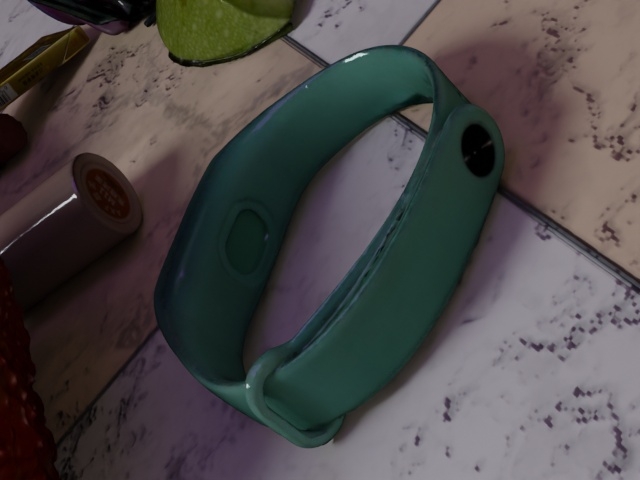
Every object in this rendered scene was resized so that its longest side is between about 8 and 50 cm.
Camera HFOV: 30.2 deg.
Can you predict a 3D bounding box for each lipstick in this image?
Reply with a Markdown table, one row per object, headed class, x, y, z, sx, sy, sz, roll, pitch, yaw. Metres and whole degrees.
| class | x | y | z | sx | sy | sz | roll | pitch | yaw |
| --- | --- | --- | --- | --- | --- | --- | --- | --- | --- |
| lipstick | -0.249 | 0.029 | 0.903 | 0.254 | 0.070 | 0.070 | -33 | 38 | 24 |

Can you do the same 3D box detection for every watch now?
| class | x | y | z | sx | sy | sz | roll | pitch | yaw |
| --- | --- | --- | --- | --- | --- | --- | --- | --- | --- |
| watch | 0.000 | 0.000 | 0.658 | 0.195 | 0.068 | 0.237 | -6 | 51 | 43 |

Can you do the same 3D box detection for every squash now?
| class | x | y | z | sx | sy | sz | roll | pitch | yaw |
| --- | --- | --- | --- | --- | --- | --- | --- | --- | --- |
| squash | -0.097 | -0.233 | 0.928 | 0.184 | 0.085 | 0.191 | -14 | 62 | 44 |

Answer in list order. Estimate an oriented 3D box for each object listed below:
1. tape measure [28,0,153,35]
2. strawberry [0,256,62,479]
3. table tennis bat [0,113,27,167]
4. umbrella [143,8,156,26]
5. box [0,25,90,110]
| class | x | y | z | sx | sy | sz | roll | pitch | yaw |
| --- | --- | --- | --- | --- | --- | --- | --- | --- | --- |
| tape measure | -0.235 | -0.300 | 1.054 | 0.149 | 0.231 | 0.245 | -40 | 53 | 13 |
| strawberry | -0.270 | 0.114 | 0.696 | 0.351 | 0.267 | 0.312 | -73 | 7 | -53 |
| table tennis bat | -0.392 | -0.031 | 1.158 | 0.310 | 0.038 | 0.200 | -31 | 40 | 32 |
| umbrella | -0.063 | -0.277 | 1.001 | 0.269 | 0.044 | 0.044 | -43 | 8 | 14 |
| box | -0.293 | -0.146 | 1.111 | 0.089 | 0.022 | 0.156 | 1 | 39 | 51 |
